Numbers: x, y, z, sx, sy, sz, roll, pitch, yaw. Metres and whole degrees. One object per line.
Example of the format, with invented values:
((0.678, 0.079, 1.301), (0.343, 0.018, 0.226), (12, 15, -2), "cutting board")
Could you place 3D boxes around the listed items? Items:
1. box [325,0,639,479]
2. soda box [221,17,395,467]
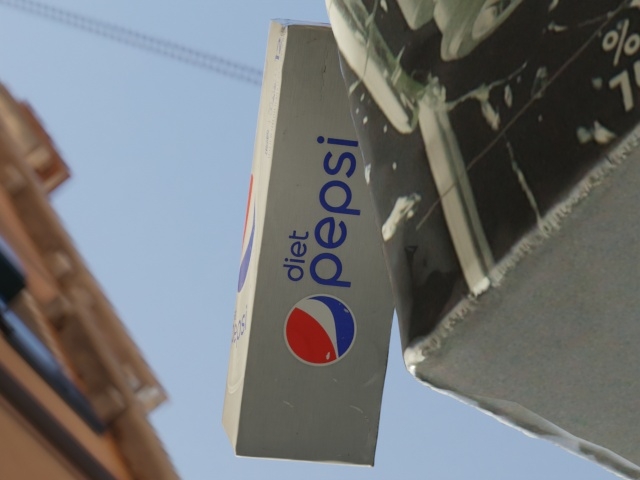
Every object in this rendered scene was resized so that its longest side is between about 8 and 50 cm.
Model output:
((0.244, -0.207, 0.748), (0.480, 0.297, 0.471), (-48, -146, 28), "box")
((0.000, 0.000, 1.310), (0.098, 0.091, 0.286), (5, -82, -9), "soda box")
